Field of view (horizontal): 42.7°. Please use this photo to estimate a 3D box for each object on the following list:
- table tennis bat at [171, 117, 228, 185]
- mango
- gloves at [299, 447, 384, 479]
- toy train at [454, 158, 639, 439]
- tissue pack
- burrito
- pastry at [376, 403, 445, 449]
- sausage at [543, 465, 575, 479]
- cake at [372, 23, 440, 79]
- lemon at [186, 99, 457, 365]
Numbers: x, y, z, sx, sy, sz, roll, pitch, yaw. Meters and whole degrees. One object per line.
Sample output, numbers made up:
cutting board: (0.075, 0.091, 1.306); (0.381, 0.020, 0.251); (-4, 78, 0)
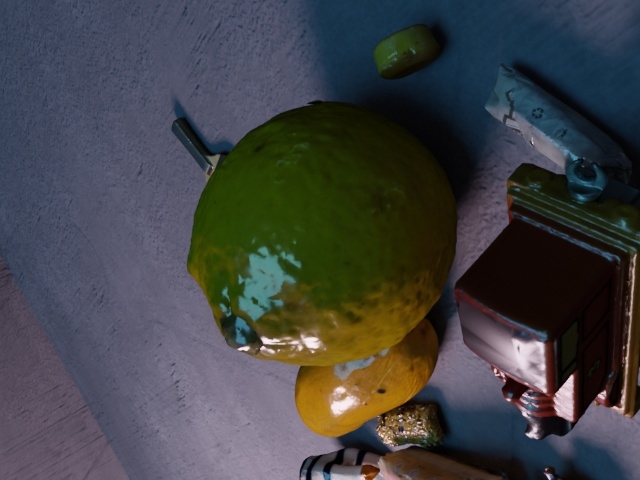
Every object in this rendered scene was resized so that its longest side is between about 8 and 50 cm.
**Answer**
table tennis bat: (-0.186, -0.109, 1.541); (0.301, 0.022, 0.173); (51, 145, 13)
mango: (0.060, 0.218, 1.311); (0.359, 0.187, 0.144); (-49, 42, 43)
gloves: (0.076, 0.452, 1.531); (0.219, 0.131, 0.140); (-7, 109, 21)
toy train: (0.261, 0.072, 0.870); (0.163, 0.231, 0.369); (32, 153, 37)
tissue pack: (0.224, 0.444, 1.313); (0.257, 0.123, 0.215); (-2, 112, 64)
burrito: (0.264, -0.124, 0.921); (0.203, 0.064, 0.064); (44, 142, 25)
pastry: (0.150, 0.310, 1.377); (0.140, 0.056, 0.080); (-14, 109, 48)
sausage: (0.378, 0.460, 1.151); (0.093, 0.093, 0.312); (-17, 100, 55)
cake: (0.107, -0.233, 1.023); (0.084, 0.084, 0.044); (-28, 84, 56)
lemon: (0.000, 0.000, 1.079); (0.350, 0.387, 0.350); (20, 136, 20)
